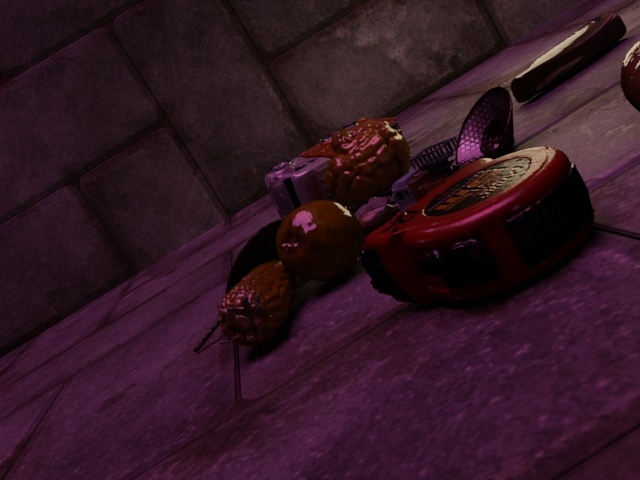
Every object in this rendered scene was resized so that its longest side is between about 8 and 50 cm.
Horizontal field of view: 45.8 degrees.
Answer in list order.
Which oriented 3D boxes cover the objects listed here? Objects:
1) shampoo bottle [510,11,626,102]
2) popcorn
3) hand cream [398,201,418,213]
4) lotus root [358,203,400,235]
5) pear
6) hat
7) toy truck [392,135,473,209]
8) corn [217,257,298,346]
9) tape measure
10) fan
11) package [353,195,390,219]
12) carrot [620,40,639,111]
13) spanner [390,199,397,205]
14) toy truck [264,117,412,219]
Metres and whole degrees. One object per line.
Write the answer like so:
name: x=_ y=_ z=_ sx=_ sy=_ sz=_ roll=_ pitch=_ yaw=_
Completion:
shampoo bottle: x=0.629 y=-0.469 z=1.944 sx=0.350 sy=0.084 sz=0.126 roll=-35 pitch=9 yaw=-19
popcorn: x=0.101 y=-0.195 z=1.855 sx=0.200 sy=0.203 sz=0.226 roll=-26 pitch=-12 yaw=-34
hand cream: x=0.158 y=-0.019 z=1.301 sx=0.095 sy=0.046 sz=0.175 roll=-27 pitch=18 yaw=16
lotus root: x=0.118 y=-0.042 z=1.497 sx=0.099 sy=0.049 sz=0.054 roll=-27 pitch=-10 yaw=9
pear: x=0.000 y=0.000 z=1.350 sx=0.162 sy=0.148 sz=0.149 roll=-11 pitch=-8 yaw=-46
hat: x=0.359 y=-0.209 z=1.538 sx=0.193 sy=0.082 sz=0.193 roll=-56 pitch=22 yaw=37
toy truck: x=0.201 y=-0.108 z=1.388 sx=0.080 sy=0.115 sz=0.178 roll=-38 pitch=10 yaw=-30
corn: x=-0.098 y=0.101 z=1.310 sx=0.106 sy=0.106 sz=0.305 roll=-29 pitch=6 yaw=12
tape measure: x=0.207 y=-0.016 z=0.954 sx=0.253 sy=0.114 sz=0.260 roll=-36 pitch=15 yaw=-23
fan: x=-0.131 y=0.066 z=1.434 sx=0.294 sy=0.012 sz=0.223 roll=-37 pitch=-28 yaw=-31
package: x=0.051 y=-0.013 z=1.605 sx=0.232 sy=0.040 sz=0.166 roll=-44 pitch=11 yaw=-22
carrot: x=0.525 y=-0.256 z=1.146 sx=0.139 sy=0.138 sz=0.302 roll=-26 pitch=4 yaw=26
spanner: x=0.189 y=-0.094 z=1.642 sx=0.046 sy=0.012 sz=0.209 roll=-39 pitch=12 yaw=-37
toy truck: x=0.056 y=-0.194 z=2.058 sx=0.388 sy=0.173 sz=0.207 roll=-34 pitch=19 yaw=-28
